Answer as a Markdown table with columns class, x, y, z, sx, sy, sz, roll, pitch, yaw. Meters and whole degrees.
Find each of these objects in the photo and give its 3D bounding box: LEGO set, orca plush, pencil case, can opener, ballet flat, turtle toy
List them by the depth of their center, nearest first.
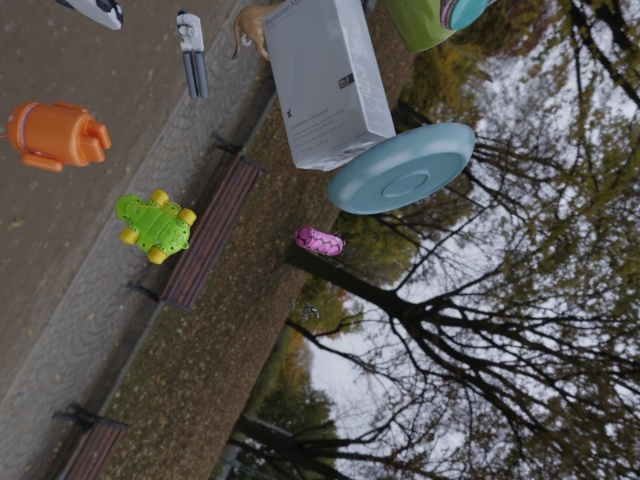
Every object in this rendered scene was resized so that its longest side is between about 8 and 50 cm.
| class | x | y | z | sx | sy | sz | roll | pitch | yaw |
| --- | --- | --- | --- | --- | --- | --- | --- | --- | --- |
| ballet flat | 0.225 | -0.367 | 0.636 | 0.221 | 0.079 | 0.077 | -38 | 158 | -17 |
| turtle toy | -0.254 | -0.026 | 0.684 | 0.095 | 0.130 | 0.066 | -55 | -178 | -13 |
| orca plush | -0.590 | -0.627 | 1.077 | 0.151 | 0.287 | 0.102 | 9 | -94 | 40 |
| LEGO set | -0.037 | 0.170 | 1.134 | 0.023 | 0.083 | 0.054 | -43 | 162 | -46 |
| can opener | -0.421 | -0.618 | 1.517 | 0.093 | 0.074 | 0.280 | -90 | -179 | -52 |
| pencil case | 0.000 | 0.000 | 1.797 | 0.098 | 0.209 | 0.095 | -10 | -107 | 39 |

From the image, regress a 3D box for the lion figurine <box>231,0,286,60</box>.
| class | x | y | z | sx | sy | sz | roll | pitch | yaw |
| --- | --- | --- | --- | --- | --- | --- | --- | --- | --- |
| lion figurine | -0.131 | -0.694 | 1.410 | 0.392 | 0.142 | 0.240 | -20 | 167 | 5 |

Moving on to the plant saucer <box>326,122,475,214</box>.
| class | x | y | z | sx | sy | sz | roll | pitch | yaw |
| --- | --- | --- | --- | --- | --- | --- | --- | --- | --- |
| plant saucer | 0.167 | -0.128 | 0.920 | 0.317 | 0.318 | 0.043 | 127 | -52 | -62 |

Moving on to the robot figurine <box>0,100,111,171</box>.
| class | x | y | z | sx | sy | sz | roll | pitch | yaw |
| --- | --- | --- | --- | --- | --- | --- | --- | --- | --- |
| robot figurine | -0.600 | -0.239 | 1.023 | 0.128 | 0.220 | 0.158 | -106 | -153 | -82 |

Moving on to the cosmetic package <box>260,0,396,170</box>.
| class | x | y | z | sx | sy | sz | roll | pitch | yaw |
| --- | --- | --- | --- | --- | --- | --- | --- | --- | --- |
| cosmetic package | 0.016 | -0.383 | 1.073 | 0.217 | 0.384 | 0.156 | -20 | 171 | 33 |

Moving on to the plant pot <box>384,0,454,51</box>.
| class | x | y | z | sx | sy | sz | roll | pitch | yaw |
| --- | --- | --- | --- | --- | --- | --- | --- | --- | --- |
| plant pot | 0.296 | -0.794 | 1.393 | 0.275 | 0.293 | 0.274 | -32 | -142 | 28 |
